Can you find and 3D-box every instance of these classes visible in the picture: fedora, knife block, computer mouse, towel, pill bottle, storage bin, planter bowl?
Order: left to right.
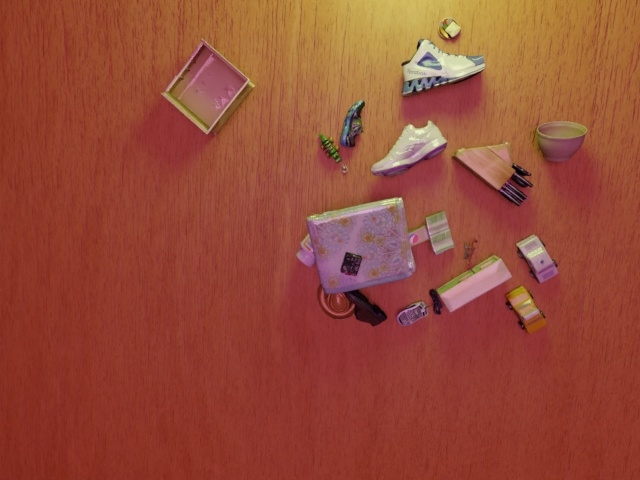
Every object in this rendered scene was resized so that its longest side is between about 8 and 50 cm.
[{"bbox_3d":[-0.442,-0.597,1.808,0.260,0.123,0.262,41,100,-1],"label":"storage bin"},{"bbox_3d":[0.000,0.000,1.840,0.117,0.117,0.215,40,100,0],"label":"pill bottle"},{"bbox_3d":[0.072,0.237,1.882,0.194,0.079,0.195,1,97,6],"label":"fedora"},{"bbox_3d":[0.159,0.022,1.755,0.374,0.090,0.321,-12,108,2],"label":"towel"},{"bbox_3d":[0.397,0.281,1.875,0.192,0.042,0.106,-25,99,3],"label":"computer mouse"},{"bbox_3d":[0.468,-0.030,1.803,0.113,0.023,0.152,-20,97,-33],"label":"towel"},{"bbox_3d":[0.653,-0.240,1.755,0.275,0.088,0.242,-6,96,6],"label":"knife block"},{"bbox_3d":[0.878,-0.357,1.695,0.161,0.162,0.109,-5,124,7],"label":"planter bowl"}]

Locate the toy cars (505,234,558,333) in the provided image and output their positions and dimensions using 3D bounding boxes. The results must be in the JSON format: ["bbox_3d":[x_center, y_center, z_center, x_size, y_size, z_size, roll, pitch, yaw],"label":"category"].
[{"bbox_3d":[0.828,0.178,1.791,0.176,0.087,0.394,9,98,4],"label":"toy cars"}]

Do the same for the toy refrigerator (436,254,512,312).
[{"bbox_3d":[0.593,0.165,1.807,0.269,0.102,0.094,-32,93,10],"label":"toy refrigerator"}]

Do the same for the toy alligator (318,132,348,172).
[{"bbox_3d":[0.050,-0.347,1.823,0.056,0.051,0.190,-35,92,9],"label":"toy alligator"}]

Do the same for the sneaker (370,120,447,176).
[{"bbox_3d":[0.324,-0.350,1.781,0.305,0.114,0.152,-26,80,4],"label":"sneaker"}]

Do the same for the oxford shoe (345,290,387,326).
[{"bbox_3d":[0.166,0.278,1.843,0.096,0.083,0.227,-41,116,13],"label":"oxford shoe"}]

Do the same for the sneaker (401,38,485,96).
[{"bbox_3d":[0.438,-0.663,1.705,0.315,0.127,0.182,-14,98,9],"label":"sneaker"}]

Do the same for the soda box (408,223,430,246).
[{"bbox_3d":[0.342,-0.001,1.832,0.181,0.061,0.058,-24,95,9],"label":"soda box"}]

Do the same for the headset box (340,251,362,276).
[{"bbox_3d":[0.112,0.092,1.712,0.062,0.032,0.083,14,108,-6],"label":"headset box"}]

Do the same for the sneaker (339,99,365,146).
[{"bbox_3d":[0.134,-0.454,1.803,0.078,0.067,0.188,16,97,-18],"label":"sneaker"}]

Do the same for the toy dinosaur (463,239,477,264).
[{"bbox_3d":[0.596,0.039,1.810,0.047,0.090,0.082,4,130,-10],"label":"toy dinosaur"}]

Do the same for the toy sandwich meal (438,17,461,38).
[{"bbox_3d":[0.483,-0.796,1.732,0.085,0.029,0.086,1,97,6],"label":"toy sandwich meal"}]
